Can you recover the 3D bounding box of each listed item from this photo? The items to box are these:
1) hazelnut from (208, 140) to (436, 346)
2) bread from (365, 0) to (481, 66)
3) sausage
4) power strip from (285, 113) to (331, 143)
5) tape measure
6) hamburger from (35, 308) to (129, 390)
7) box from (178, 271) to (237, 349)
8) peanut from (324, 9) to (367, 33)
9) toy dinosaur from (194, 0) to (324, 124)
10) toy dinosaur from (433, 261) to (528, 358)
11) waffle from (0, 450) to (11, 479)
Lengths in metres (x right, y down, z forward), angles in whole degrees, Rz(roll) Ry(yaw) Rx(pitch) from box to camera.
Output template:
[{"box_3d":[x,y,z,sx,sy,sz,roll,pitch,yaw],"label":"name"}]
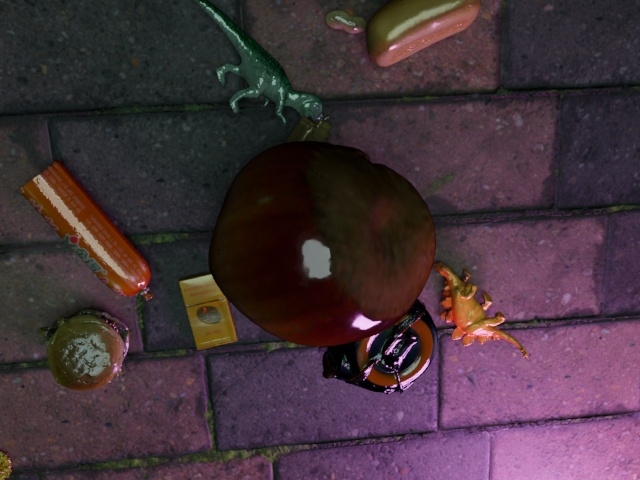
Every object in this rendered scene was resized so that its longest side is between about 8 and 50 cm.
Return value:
[{"box_3d":[0.000,0.000,1.115,0.359,0.409,0.359,-1,89,33],"label":"hazelnut"},{"box_3d":[0.178,-0.401,1.155,0.217,0.147,0.098,-24,84,0],"label":"bread"},{"box_3d":[-0.428,-0.004,1.217,0.093,0.093,0.312,-36,106,4],"label":"sausage"},{"box_3d":[-0.074,-0.118,1.234,0.064,0.044,0.305,20,109,-48],"label":"power strip"},{"box_3d":[0.130,0.206,1.295,0.202,0.135,0.223,21,106,-22],"label":"tape measure"},{"box_3d":[-0.465,0.208,1.249,0.185,0.131,0.159,22,98,-7],"label":"hamburger"},{"box_3d":[-0.229,0.143,1.313,0.087,0.023,0.155,-13,106,-5],"label":"box"},{"box_3d":[0.049,-0.405,1.193,0.083,0.037,0.037,14,103,-14],"label":"peanut"},{"box_3d":[-0.159,-0.316,1.171,0.383,0.076,0.129,39,87,-22],"label":"toy dinosaur"},{"box_3d":[0.318,0.164,1.357,0.117,0.070,0.288,-37,102,15],"label":"toy dinosaur"},{"box_3d":[-0.696,0.479,1.353,0.085,0.016,0.078,-2,104,-5],"label":"waffle"}]
